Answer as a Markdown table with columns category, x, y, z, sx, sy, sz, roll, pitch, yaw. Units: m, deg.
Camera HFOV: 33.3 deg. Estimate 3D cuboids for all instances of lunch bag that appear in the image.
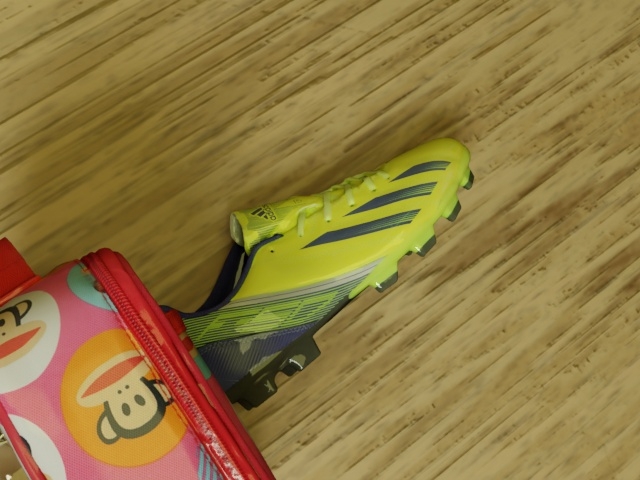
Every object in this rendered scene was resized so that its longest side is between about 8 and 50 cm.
| category | x | y | z | sx | sy | sz | roll | pitch | yaw |
| --- | --- | --- | --- | --- | --- | --- | --- | --- | --- |
| lunch bag | -0.123 | 0.111 | 0.639 | 0.120 | 0.293 | 0.258 | -34 | 94 | -15 |

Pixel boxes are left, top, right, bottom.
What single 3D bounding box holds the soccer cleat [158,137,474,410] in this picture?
| category | x | y | z | sx | sy | sz | roll | pitch | yaw |
| --- | --- | --- | --- | --- | --- | --- | --- | --- | --- |
| soccer cleat | 0.000 | 0.000 | 0.801 | 0.289 | 0.093 | 0.121 | -43 | 89 | -19 |

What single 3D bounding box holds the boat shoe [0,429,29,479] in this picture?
| category | x | y | z | sx | sy | sz | roll | pitch | yaw |
| --- | --- | --- | --- | --- | --- | --- | --- | --- | --- |
| boat shoe | -0.231 | 0.126 | 0.730 | 0.050 | 0.045 | 0.135 | -32 | 92 | -19 |
